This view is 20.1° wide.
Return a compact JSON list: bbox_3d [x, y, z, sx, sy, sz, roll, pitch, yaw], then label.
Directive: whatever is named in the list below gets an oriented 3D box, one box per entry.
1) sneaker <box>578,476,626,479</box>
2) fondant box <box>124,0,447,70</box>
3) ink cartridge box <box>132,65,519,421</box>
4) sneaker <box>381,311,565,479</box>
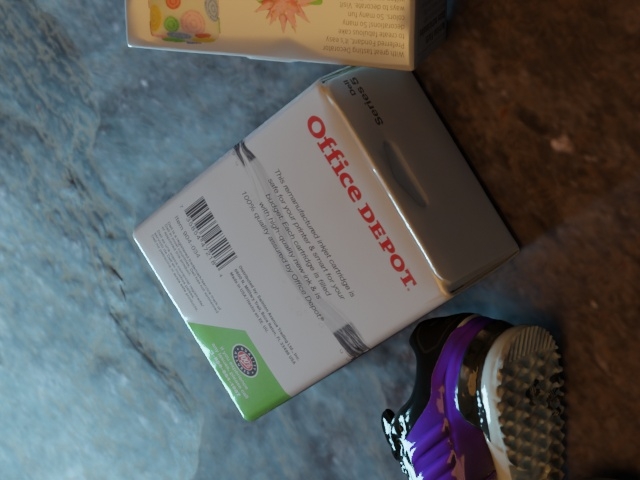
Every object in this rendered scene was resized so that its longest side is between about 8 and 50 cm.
[{"bbox_3d":[0.289,0.321,1.368,0.341,0.140,0.125,44,131,18],"label":"sneaker"},{"bbox_3d":[-0.028,-0.305,1.361,0.238,0.096,0.330,7,111,18],"label":"fondant box"},{"bbox_3d":[0.000,0.000,1.489,0.273,0.115,0.198,-35,85,42],"label":"ink cartridge box"},{"bbox_3d":[0.119,0.193,1.490,0.146,0.102,0.293,14,111,39],"label":"sneaker"}]
